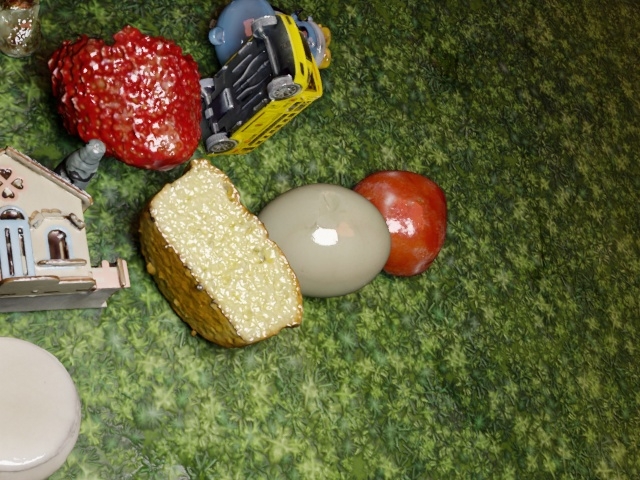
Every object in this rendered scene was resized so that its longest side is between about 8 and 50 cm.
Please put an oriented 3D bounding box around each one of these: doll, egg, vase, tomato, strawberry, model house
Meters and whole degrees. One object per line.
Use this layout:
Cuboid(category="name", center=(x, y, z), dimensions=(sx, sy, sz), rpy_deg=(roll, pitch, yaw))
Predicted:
Cuboid(category="doll", center=(-0.105, -0.414, 1.850), dimensions=(0.314, 0.141, 0.177), rpy_deg=(-7, 99, -43))
Cuboid(category="egg", center=(0.000, 0.000, 1.674), dimensions=(0.269, 0.219, 0.219), rpy_deg=(4, 66, -15))
Cuboid(category="vase", center=(-0.403, -0.109, 1.448), dimensions=(0.059, 0.211, 0.060), rpy_deg=(17, 58, -29))
Cuboid(category="tomato", center=(0.161, -0.046, 1.836), dimensions=(0.232, 0.188, 0.232), rpy_deg=(16, 58, -28))
Cuboid(category="strawberry", center=(-0.333, -0.241, 1.551), dimensions=(0.261, 0.261, 0.258), rpy_deg=(-9, 94, -38))
Cuboid(category="model house", center=(-0.477, -0.018, 1.386), dimensions=(0.326, 0.169, 0.244), rpy_deg=(-1, 67, -35))

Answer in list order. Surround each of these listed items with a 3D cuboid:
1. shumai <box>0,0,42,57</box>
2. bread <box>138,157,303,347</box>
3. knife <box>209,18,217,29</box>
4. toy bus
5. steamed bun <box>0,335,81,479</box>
Cuboid(category="shumai", center=(-0.534, -0.394, 1.572), dimensions=(0.099, 0.087, 0.124), rpy_deg=(-29, 88, -42))
Cuboid(category="bread", center=(-0.190, 0.046, 1.553), dimensions=(0.194, 0.179, 0.340), rpy_deg=(-39, 96, -38))
Cuboid(category="knife", center=(-0.192, -0.438, 1.885), dimensions=(0.096, 0.010, 0.027), rpy_deg=(28, 56, -22))
Cuboid(category="toy bus", center=(-0.109, -0.281, 1.663), dimensions=(0.152, 0.330, 0.144), rpy_deg=(-2, 71, -39))
Cuboid(category="steamed bun", center=(-0.467, 0.259, 1.276), dimensions=(0.231, 0.145, 0.232), rpy_deg=(21, 44, -22))
